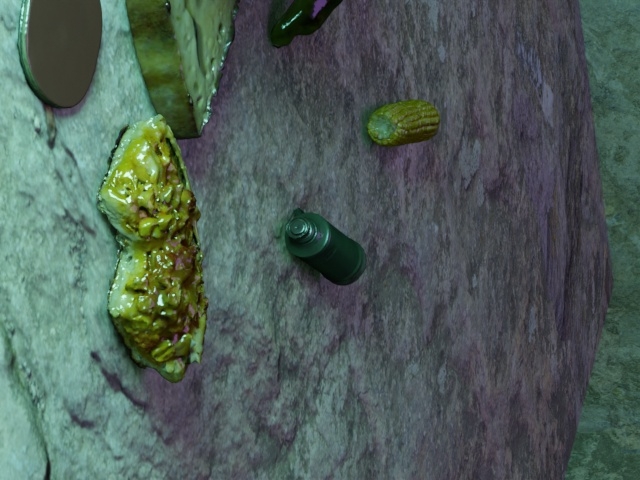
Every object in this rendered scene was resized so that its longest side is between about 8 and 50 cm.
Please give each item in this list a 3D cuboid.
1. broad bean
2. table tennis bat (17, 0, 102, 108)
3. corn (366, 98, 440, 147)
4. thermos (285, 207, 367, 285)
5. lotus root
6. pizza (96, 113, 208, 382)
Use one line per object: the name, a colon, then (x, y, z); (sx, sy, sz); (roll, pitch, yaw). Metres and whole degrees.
broad bean: (0.004, -0.410, 1.924); (0.144, 0.049, 0.291); (-3, 112, -26)
table tennis bat: (-0.263, -0.257, 1.439); (0.138, 0.022, 0.246); (43, 52, -62)
corn: (0.144, -0.202, 2.368); (0.238, 0.080, 0.080); (-14, 102, -65)
thermos: (0.003, 0.003, 2.018); (0.188, 0.073, 0.083); (38, 56, -63)
lotus root: (-0.161, -0.270, 1.617); (0.170, 0.075, 0.260); (57, 40, -52)
pizza: (-0.177, 0.011, 1.553); (0.161, 0.086, 0.305); (-11, 99, -67)
